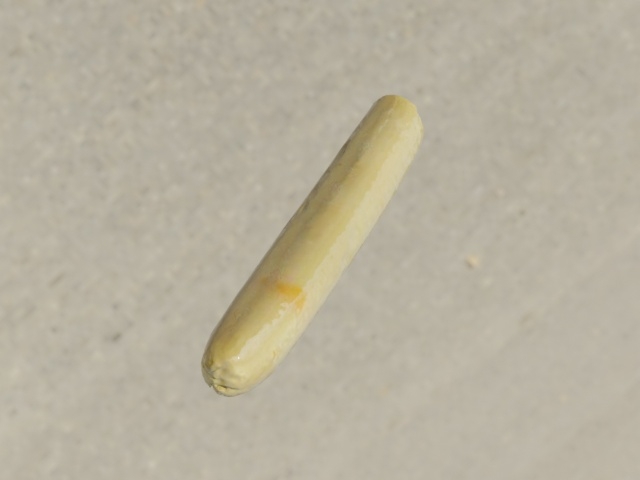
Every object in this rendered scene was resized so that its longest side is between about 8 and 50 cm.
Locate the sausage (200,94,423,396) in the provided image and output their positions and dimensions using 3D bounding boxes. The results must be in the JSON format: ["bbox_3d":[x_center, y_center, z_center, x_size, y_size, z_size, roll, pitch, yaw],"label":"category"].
[{"bbox_3d":[0.000,0.000,0.579,0.132,0.024,0.024,-57,174,-43],"label":"sausage"}]
